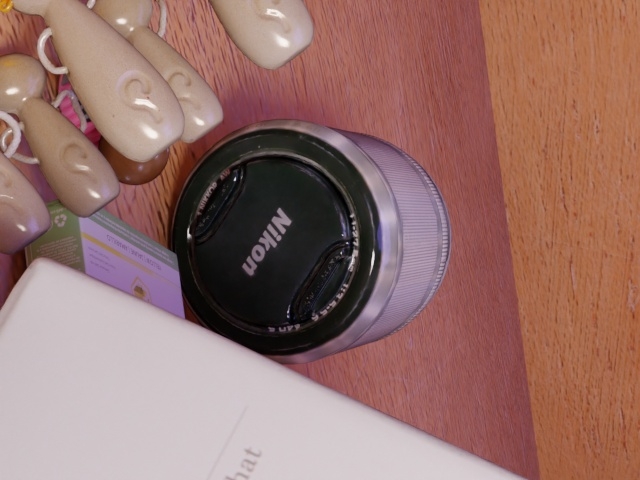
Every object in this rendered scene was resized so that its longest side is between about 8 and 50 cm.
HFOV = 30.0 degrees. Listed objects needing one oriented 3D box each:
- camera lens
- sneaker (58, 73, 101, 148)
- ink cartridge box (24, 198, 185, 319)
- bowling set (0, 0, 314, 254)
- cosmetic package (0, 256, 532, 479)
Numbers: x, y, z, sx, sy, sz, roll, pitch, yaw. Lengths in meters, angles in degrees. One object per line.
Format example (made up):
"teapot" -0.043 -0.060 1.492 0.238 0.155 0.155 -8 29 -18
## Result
"camera lens" 0.000 0.000 1.155 0.274 0.219 0.219 -2 91 -70
"sneaker" -0.174 -0.106 0.953 0.119 0.047 0.057 70 8 -46
"ink cartridge box" -0.152 0.102 0.900 0.171 0.056 0.235 42 34 -65
"bowling set" -0.165 -0.109 0.829 0.287 0.200 0.154 -38 93 -22
"cosmetic package" -0.023 0.268 0.651 0.327 0.393 0.329 -63 163 -16
